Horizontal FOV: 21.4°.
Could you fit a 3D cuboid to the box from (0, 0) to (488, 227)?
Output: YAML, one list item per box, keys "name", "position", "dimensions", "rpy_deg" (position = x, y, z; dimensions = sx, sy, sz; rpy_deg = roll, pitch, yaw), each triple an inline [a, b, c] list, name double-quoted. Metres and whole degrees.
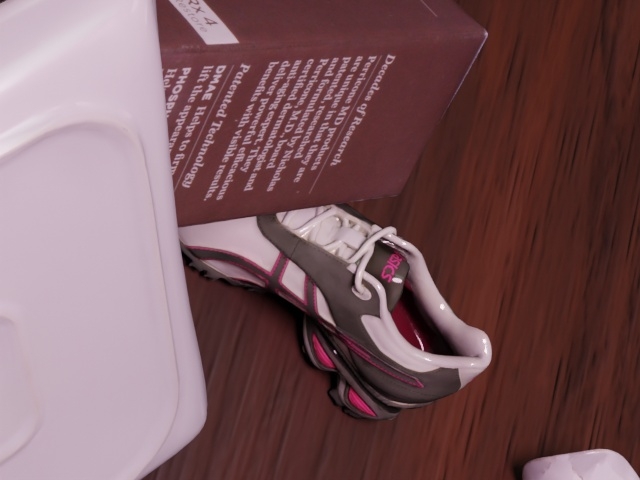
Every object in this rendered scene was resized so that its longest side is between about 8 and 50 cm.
- name: "box"
  position: [-0.108, -0.112, 0.943]
  dimensions: [0.381, 0.143, 0.191]
  rpy_deg: [-9, 48, -47]

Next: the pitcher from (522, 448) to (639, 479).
- name: "pitcher"
  position: [0.202, 0.274, 1.176]
  dimensions: [0.178, 0.125, 0.207]
  rpy_deg: [39, 45, -41]

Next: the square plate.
- name: "square plate"
  position: [-0.189, 0.075, 0.794]
  dimensions: [0.344, 0.049, 0.347]
  rpy_deg: [-34, 143, -27]

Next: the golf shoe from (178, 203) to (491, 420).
- name: "golf shoe"
  position: [0.000, 0.000, 1.085]
  dimensions: [0.273, 0.120, 0.105]
  rpy_deg: [44, 58, -18]
